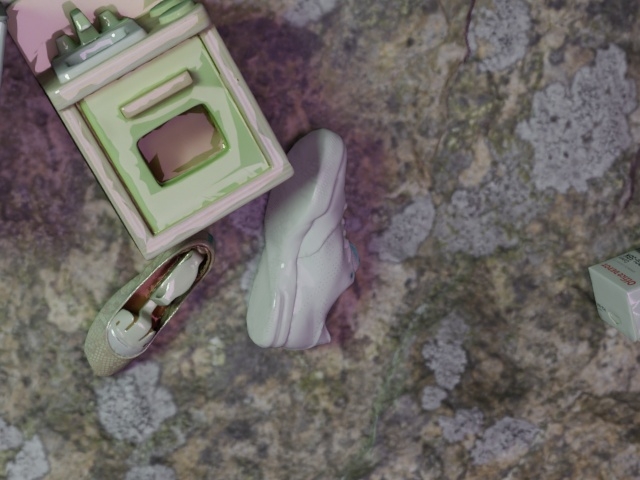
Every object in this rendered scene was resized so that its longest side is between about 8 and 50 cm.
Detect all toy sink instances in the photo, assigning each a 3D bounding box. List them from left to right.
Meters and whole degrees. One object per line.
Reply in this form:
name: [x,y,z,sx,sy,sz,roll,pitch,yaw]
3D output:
toy sink: [-0.149,-0.127,1.481,0.153,0.131,0.234,-30,108,-6]

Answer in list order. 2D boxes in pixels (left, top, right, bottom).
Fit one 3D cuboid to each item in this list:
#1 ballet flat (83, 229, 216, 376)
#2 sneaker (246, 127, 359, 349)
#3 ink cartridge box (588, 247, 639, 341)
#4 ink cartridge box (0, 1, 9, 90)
ballet flat: [-0.156,0.058,1.566,0.057,0.052,0.168,37,93,-19]
sneaker: [0.000,0.000,1.588,0.094,0.080,0.212,7,109,-27]
ink cartridge box: [0.340,0.039,1.661,0.135,0.099,0.056,-21,108,-9]
ink cartridge box: [-0.315,-0.096,1.437,0.087,0.153,0.208,6,101,-14]
